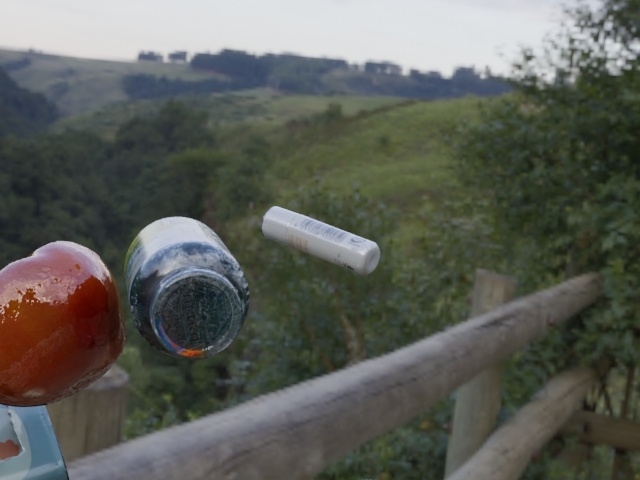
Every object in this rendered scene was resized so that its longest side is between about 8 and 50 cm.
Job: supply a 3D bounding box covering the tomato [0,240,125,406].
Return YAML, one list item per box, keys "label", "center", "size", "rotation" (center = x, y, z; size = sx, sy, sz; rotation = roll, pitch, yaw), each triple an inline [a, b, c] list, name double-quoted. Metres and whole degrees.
- label: "tomato"
  center: [-0.374, 0.123, 1.401]
  size: [0.180, 0.260, 0.260]
  rotation: [51, 22, 14]

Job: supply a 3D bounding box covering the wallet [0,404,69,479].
- label: "wallet"
  center: [-0.527, 0.331, 1.566]
  size: [0.251, 0.176, 0.075]
  rotation: [-13, -30, -25]

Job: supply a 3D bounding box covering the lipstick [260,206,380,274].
- label: "lipstick"
  center: [0.000, 0.000, 1.153]
  size: [0.141, 0.040, 0.040]
  rotation: [20, 13, 30]

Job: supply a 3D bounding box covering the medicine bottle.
- label: "medicine bottle"
  center: [-0.164, 0.059, 1.258]
  size: [0.142, 0.141, 0.293]
  rotation: [4, 9, -14]
